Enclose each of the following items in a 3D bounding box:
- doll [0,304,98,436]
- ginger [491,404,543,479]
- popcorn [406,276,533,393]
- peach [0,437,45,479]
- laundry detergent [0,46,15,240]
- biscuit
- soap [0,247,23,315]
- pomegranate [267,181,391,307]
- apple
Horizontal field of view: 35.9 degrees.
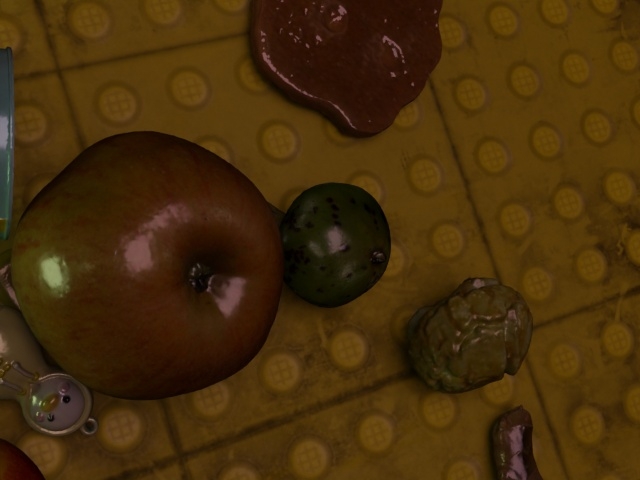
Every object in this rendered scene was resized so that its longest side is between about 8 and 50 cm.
[{"bbox_3d":[-0.450,0.196,1.470,0.296,0.117,0.141,38,80,-8],"label":"doll"},{"bbox_3d":[0.349,0.388,1.747,0.095,0.069,0.190,-4,81,-16],"label":"ginger"},{"bbox_3d":[0.256,0.164,1.688,0.221,0.204,0.183,-30,64,-5],"label":"popcorn"},{"bbox_3d":[-0.484,0.375,1.390,0.190,0.190,0.192,-41,106,-23],"label":"peach"},{"bbox_3d":[-0.598,-0.142,1.398,0.305,0.287,0.287,1,78,-21],"label":"laundry detergent"},{"bbox_3d":[0.051,-0.399,1.809,0.365,0.062,0.385,34,70,-13],"label":"biscuit"},{"bbox_3d":[-0.454,0.078,1.532,0.089,0.045,0.140,-34,94,-20],"label":"soap"},{"bbox_3d":[0.000,0.000,1.652,0.263,0.211,0.211,19,66,32],"label":"pomegranate"},{"bbox_3d":[-0.243,0.036,1.449,0.400,0.333,0.400,9,74,-31],"label":"apple"}]
